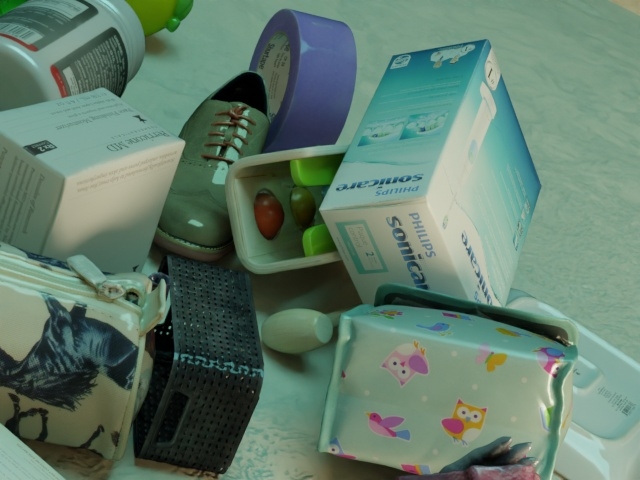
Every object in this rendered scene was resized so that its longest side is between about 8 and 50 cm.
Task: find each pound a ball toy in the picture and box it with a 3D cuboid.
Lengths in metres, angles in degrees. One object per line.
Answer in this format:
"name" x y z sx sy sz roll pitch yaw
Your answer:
"pound a ball toy" 0.000 0.000 1.567 0.136 0.208 0.319 -8 3 29

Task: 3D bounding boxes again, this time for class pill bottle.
"pill bottle" -0.316 -0.193 1.620 0.161 0.161 0.283 26 28 5

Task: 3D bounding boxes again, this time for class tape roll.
"tape roll" -0.029 -0.198 1.811 0.080 0.189 0.189 9 31 -23

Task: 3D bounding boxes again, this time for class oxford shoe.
"oxford shoe" -0.126 -0.097 1.626 0.123 0.130 0.348 19 28 -8

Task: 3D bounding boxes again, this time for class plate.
"plate" 0.269 0.155 1.577 0.278 0.045 0.277 34 29 18

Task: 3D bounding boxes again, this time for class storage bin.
"storage bin" -0.115 0.111 1.284 0.084 0.122 0.180 14 29 -16

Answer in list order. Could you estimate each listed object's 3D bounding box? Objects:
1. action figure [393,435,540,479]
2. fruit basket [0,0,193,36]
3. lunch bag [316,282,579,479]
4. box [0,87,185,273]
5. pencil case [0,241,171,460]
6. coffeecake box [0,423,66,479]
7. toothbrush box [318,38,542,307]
"action figure" 0.087 0.330 0.987 0.276 0.248 0.370 -7 54 12
"fruit basket" -0.346 -0.438 1.949 0.392 0.282 0.392 3 24 -1
"lunch bag" 0.133 0.136 1.355 0.223 0.160 0.262 11 5 12
"box" -0.251 -0.034 1.371 0.119 0.182 0.181 34 30 20
"pencil case" -0.334 0.050 1.166 0.410 0.183 0.160 17 29 -10
"coffeecake box" -0.278 0.217 1.037 0.142 0.068 0.185 35 30 22
"toothbrush box" 0.131 -0.047 1.543 0.126 0.216 0.295 -7 37 26
